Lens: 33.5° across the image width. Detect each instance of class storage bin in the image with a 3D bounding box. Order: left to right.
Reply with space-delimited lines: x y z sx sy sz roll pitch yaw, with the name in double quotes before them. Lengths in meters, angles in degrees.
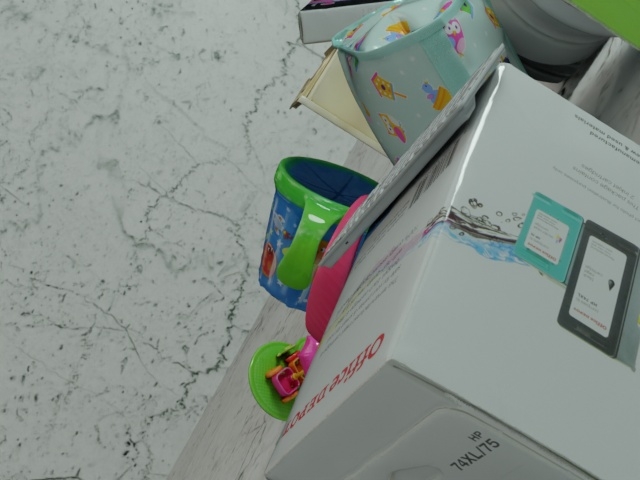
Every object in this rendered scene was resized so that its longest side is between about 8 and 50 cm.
"storage bin" 0.093 -0.211 1.813 0.123 0.262 0.260 -59 7 0

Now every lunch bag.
"lunch bag" 0.136 -0.143 1.097 0.160 0.223 0.262 -32 17 -2

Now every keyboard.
"keyboard" 0.061 -0.055 0.801 0.072 0.014 0.256 -61 6 -33

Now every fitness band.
"fitness band" 0.055 0.052 1.454 0.209 0.054 0.291 -64 -17 -9

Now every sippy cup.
"sippy cup" 0.000 0.000 1.874 0.240 0.305 0.224 39 117 39

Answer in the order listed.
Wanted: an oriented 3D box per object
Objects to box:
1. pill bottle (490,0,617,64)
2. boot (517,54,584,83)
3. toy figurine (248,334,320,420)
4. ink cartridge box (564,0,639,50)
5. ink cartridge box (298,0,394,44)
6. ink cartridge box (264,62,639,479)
"pill bottle" 0.302 -0.335 0.978 0.229 0.229 0.407 -64 8 -27
"boot" 0.347 -0.413 1.420 0.367 0.146 0.445 -56 4 20
"toy figurine" -0.001 0.184 1.635 0.173 0.130 0.159 -33 0 -44
"ink cartridge box" 0.227 -0.113 0.479 0.097 0.255 0.189 -55 9 33
"ink cartridge box" 0.157 -0.387 1.788 0.176 0.371 0.069 -70 -24 -70
"ink cartridge box" 0.122 0.066 0.730 0.198 0.197 0.270 -51 10 51
